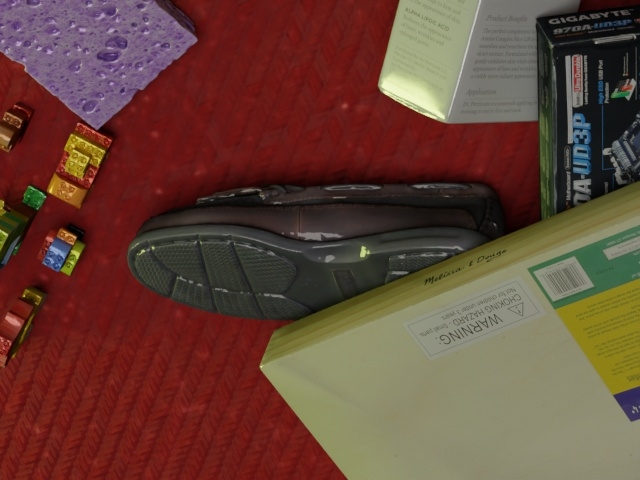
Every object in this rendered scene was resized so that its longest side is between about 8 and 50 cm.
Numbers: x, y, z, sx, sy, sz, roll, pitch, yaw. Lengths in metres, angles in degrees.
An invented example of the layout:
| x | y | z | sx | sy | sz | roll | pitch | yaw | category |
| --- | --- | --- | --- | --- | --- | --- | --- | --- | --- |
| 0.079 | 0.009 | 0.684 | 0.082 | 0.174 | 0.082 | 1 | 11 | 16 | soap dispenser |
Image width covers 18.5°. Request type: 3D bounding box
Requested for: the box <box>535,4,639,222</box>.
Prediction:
| x | y | z | sx | sy | sz | roll | pitch | yaw | category |
| --- | --- | --- | --- | --- | --- | --- | --- | --- | --- |
| 0.252 | -0.067 | 1.467 | 0.175 | 0.051 | 0.220 | -8 | 119 | -5 | box |

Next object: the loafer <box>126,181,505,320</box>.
| x | y | z | sx | sy | sz | roll | pitch | yaw | category |
| --- | --- | --- | --- | --- | --- | --- | --- | --- | --- |
| 0.000 | 0.000 | 1.568 | 0.303 | 0.095 | 0.109 | 1 | 138 | 14 | loafer |

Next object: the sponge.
| x | y | z | sx | sy | sz | roll | pitch | yaw | category |
| --- | --- | --- | --- | --- | --- | --- | --- | --- | --- |
| -0.207 | -0.187 | 1.514 | 0.117 | 0.031 | 0.210 | -38 | 124 | 18 | sponge |

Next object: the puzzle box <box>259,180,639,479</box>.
| x | y | z | sx | sy | sz | roll | pitch | yaw | category |
| --- | --- | --- | --- | --- | --- | --- | --- | --- | --- |
| 0.193 | 0.113 | 1.503 | 0.409 | 0.052 | 0.272 | -23 | 116 | 28 | puzzle box |

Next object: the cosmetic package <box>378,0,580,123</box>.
| x | y | z | sx | sy | sz | roll | pitch | yaw | category |
| --- | --- | --- | --- | --- | --- | --- | --- | --- | --- |
| 0.132 | -0.205 | 1.443 | 0.085 | 0.117 | 0.231 | 30 | 114 | 41 | cosmetic package |

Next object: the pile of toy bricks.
| x | y | z | sx | sy | sz | roll | pitch | yaw | category |
| --- | --- | --- | --- | --- | --- | --- | --- | --- | --- |
| -0.255 | -0.003 | 1.587 | 0.118 | 0.105 | 0.212 | 27 | 110 | 0 | pile of toy bricks |
